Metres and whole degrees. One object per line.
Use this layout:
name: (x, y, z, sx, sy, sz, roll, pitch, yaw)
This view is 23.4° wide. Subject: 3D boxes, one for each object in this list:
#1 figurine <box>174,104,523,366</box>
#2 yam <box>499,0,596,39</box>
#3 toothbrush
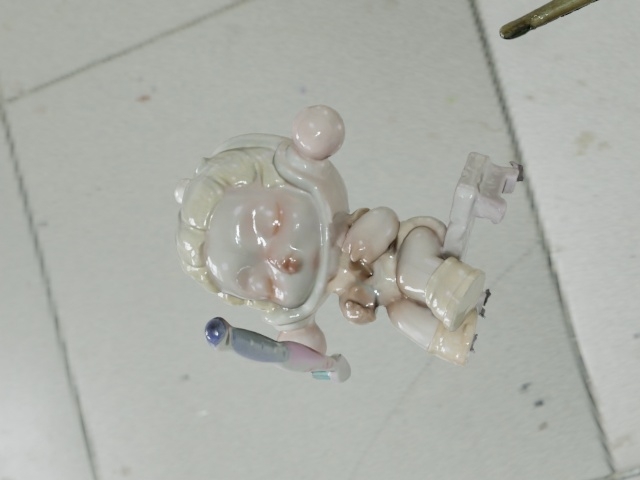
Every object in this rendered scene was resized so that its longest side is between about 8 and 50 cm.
figurine: (0.004, -0.009, 1.104, 0.256, 0.144, 0.182, 16, 141, 12)
yam: (0.161, -0.151, 0.967, 0.107, 0.014, 0.014, -24, 81, 19)
toothbrush: (-0.024, 0.072, 0.979, 0.027, 0.269, 0.021, -10, 77, 15)
